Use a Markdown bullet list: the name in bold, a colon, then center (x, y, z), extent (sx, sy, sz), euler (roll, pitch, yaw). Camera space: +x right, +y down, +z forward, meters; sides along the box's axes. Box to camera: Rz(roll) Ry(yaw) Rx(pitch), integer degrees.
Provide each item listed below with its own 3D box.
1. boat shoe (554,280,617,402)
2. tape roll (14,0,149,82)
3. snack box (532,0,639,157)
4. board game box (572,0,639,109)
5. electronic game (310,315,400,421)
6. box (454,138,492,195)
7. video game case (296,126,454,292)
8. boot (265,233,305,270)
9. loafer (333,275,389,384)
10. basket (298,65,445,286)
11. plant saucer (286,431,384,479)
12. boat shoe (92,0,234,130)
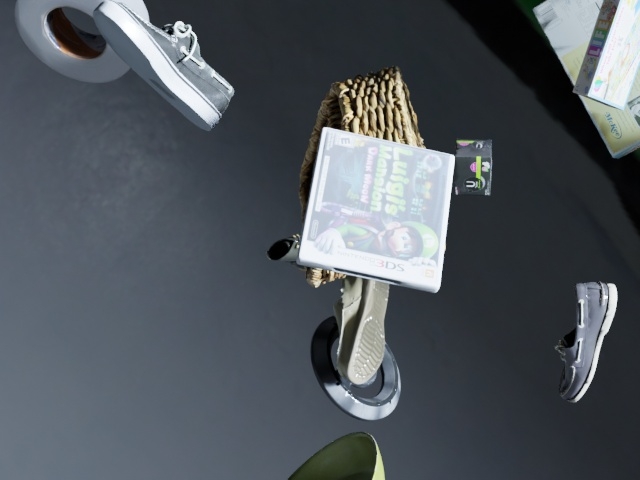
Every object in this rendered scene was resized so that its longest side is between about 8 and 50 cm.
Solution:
- **boat shoe**: center (0.383, 0.150, 1.538), extent (0.065, 0.206, 0.075), euler (10, 27, -4)
- **tape roll**: center (-0.410, -0.378, 1.766), extent (0.219, 0.072, 0.219), euler (11, -39, 9)
- **snack box**: center (0.546, -0.334, 1.871), extent (0.060, 0.187, 0.322), euler (-8, 70, -64)
- **board game box**: center (0.402, -0.262, 1.389), extent (0.026, 0.154, 0.103), euler (25, 11, 42)
- **electronic game**: center (0.073, 0.255, 2.065), extent (0.229, 0.229, 0.048), euler (46, -50, -7)
- **box**: center (0.256, -0.123, 1.718), extent (0.062, 0.052, 0.083), euler (1, -48, 10)
- **video game case**: center (0.071, -0.040, 1.253), extent (0.173, 0.190, 0.022), euler (12, -28, -3)
- **boot**: center (0.000, 0.000, 2.040), extent (0.137, 0.198, 0.077), euler (14, 45, -54)
- **loafer**: center (0.072, 0.163, 2.012), extent (0.092, 0.269, 0.102), euler (-10, -43, 31)
- **basket**: center (0.046, -0.112, 1.545), extent (0.299, 0.223, 0.213), euler (-93, 165, -49)
- **plant saucer**: center (-0.019, 0.278, 0.911), extent (0.037, 0.241, 0.241), euler (42, -8, -9)
- **boat shoe**: center (-0.244, -0.305, 1.678), extent (0.113, 0.105, 0.306), euler (23, -15, 46)
